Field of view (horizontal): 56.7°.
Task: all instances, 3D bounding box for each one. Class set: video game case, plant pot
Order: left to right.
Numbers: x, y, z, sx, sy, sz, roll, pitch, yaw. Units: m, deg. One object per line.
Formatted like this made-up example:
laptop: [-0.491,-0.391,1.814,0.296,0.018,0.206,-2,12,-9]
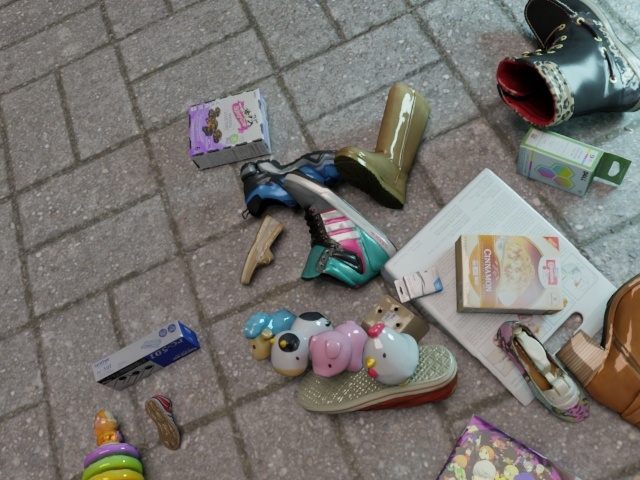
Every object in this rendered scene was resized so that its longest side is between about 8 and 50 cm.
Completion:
plant pot: [0.143,0.170,1.199,0.109,0.096,0.109,37,78,26]
video game case: [0.323,0.460,1.048,0.232,0.042,0.210,29,74,24]

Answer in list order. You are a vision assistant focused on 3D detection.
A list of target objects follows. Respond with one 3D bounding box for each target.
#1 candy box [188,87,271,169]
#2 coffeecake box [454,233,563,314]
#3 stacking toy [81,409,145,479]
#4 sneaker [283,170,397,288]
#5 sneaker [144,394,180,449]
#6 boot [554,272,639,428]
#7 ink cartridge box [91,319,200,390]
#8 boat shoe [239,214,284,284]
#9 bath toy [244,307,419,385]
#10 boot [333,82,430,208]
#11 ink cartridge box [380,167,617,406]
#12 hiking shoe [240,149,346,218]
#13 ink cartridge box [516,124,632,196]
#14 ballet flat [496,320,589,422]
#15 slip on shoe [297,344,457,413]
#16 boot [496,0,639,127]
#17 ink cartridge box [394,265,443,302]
candy box: [-0.233,-0.285,1.521,0.196,0.070,0.165,-12,63,8]
coffeecake box: [0.357,0.066,1.137,0.185,0.068,0.142,1,75,1]
stacking toy: [-0.415,0.471,1.182,0.165,0.175,0.302,-25,48,1]
sneaker: [0.000,0.000,1.278,0.295,0.124,0.178,39,77,4]
sneaker: [-0.326,0.379,1.252,0.042,0.067,0.118,-27,92,-2]
boot: [0.597,0.190,1.059,0.283,0.109,0.220,-46,68,1]
ink cartridge box: [-0.376,0.251,1.287,0.207,0.097,0.046,-28,62,-1]
boat shoe: [-0.132,0.027,1.355,0.059,0.063,0.170,24,81,-6]
bath toy: [0.015,0.199,1.128,0.348,0.129,0.151,2,49,39]
boot: [0.142,-0.236,1.332,0.089,0.236,0.269,1,66,40]
ink cartridge box: [0.365,0.089,1.212,0.308,0.091,0.385,-43,80,-9]
hiking shoe: [-0.038,-0.128,1.394,0.304,0.113,0.132,-8,80,15]
ink cartridge box: [0.527,-0.157,1.253,0.209,0.109,0.062,26,74,23]
ballet flat: [0.409,0.239,1.084,0.077,0.079,0.221,-36,77,-6]
slip on shoe: [0.108,0.285,1.152,0.331,0.101,0.123,-15,41,20]
boot: [0.512,-0.406,1.314,0.284,0.138,0.377,-19,66,-23]
ink cartridge box: [0.191,0.086,1.158,0.083,0.028,0.048,-17,76,-2]
